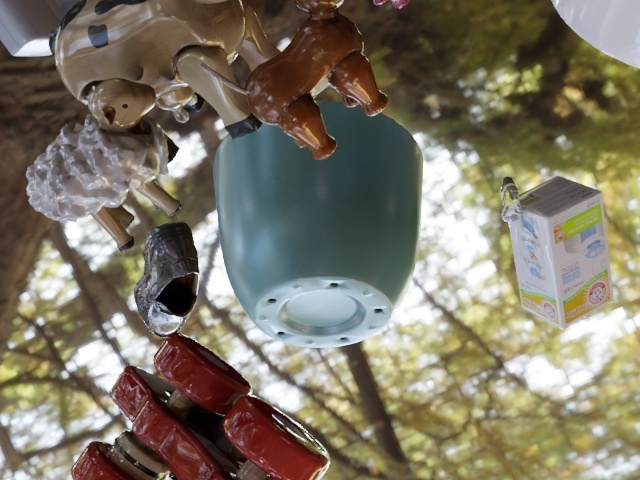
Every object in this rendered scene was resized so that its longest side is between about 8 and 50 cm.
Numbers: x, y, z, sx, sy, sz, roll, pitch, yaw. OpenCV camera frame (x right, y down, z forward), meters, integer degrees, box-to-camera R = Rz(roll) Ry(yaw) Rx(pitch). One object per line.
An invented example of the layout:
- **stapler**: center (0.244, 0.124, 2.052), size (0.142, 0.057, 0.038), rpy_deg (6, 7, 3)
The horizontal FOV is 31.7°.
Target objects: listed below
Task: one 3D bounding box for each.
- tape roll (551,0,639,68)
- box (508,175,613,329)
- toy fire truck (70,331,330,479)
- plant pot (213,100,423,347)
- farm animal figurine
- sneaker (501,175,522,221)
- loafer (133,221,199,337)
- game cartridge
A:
- **tape roll**: center (0.406, -0.316, 1.292), size (0.100, 0.286, 0.286), rpy_deg (99, 166, -51)
- **box**: center (0.379, 0.019, 1.782), size (0.103, 0.114, 0.203), rpy_deg (30, 139, 55)
- **toy fire truck**: center (-0.072, 0.236, 1.085), size (0.302, 0.169, 0.254), rpy_deg (35, 178, 45)
- **plant pot**: center (0.000, 0.000, 1.499), size (0.293, 0.293, 0.235), rpy_deg (39, -141, -45)
- **farm animal figurine**: center (-0.079, -0.188, 0.860), size (0.172, 0.326, 0.330), rpy_deg (50, -155, -29)
- **sneaker**: center (0.290, -0.063, 1.716), size (0.083, 0.031, 0.035), rpy_deg (83, -175, -48)
- **loafer**: center (-0.156, 0.056, 1.163), size (0.170, 0.062, 0.061), rpy_deg (101, 149, -52)
- **game cartridge**: center (-0.348, -0.360, 1.529), size (0.198, 0.062, 0.297), rpy_deg (51, -141, -2)
